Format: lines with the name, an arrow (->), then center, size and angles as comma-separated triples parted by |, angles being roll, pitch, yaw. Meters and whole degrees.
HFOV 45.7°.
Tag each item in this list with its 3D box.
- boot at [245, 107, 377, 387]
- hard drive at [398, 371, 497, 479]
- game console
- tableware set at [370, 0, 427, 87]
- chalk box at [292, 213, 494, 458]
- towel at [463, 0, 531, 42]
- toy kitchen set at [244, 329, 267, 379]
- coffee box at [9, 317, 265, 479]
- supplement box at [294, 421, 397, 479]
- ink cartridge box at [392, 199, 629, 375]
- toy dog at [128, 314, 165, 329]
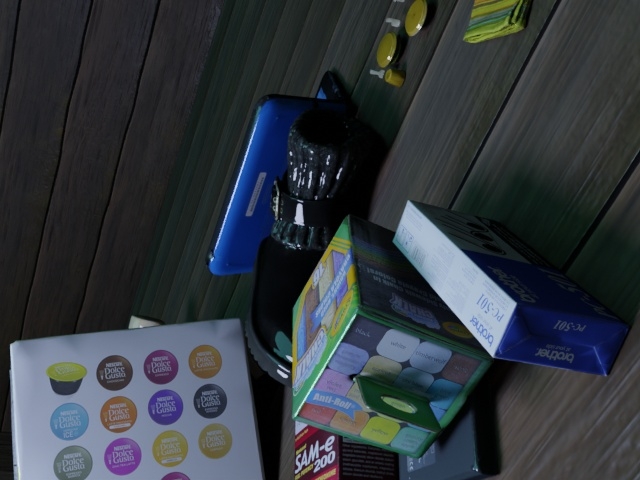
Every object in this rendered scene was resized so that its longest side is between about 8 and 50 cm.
boot -> -0.004, -0.001, 0.971 | 0.348, 0.131, 0.260 | -108, 35, -55
hard drive -> 0.113, 0.181, 0.705 | 0.135, 0.022, 0.094 | 132, 145, -55
game console -> -0.076, -0.115, 1.192 | 0.173, 0.250, 0.293 | 42, 122, 37
tableware set -> 0.113, -0.274, 0.974 | 0.104, 0.024, 0.154 | 46, 121, 63
chalk box -> 0.058, 0.098, 0.684 | 0.132, 0.132, 0.213 | -61, 15, 27
towel -> 0.197, -0.322, 0.771 | 0.102, 0.021, 0.237 | -164, 87, -69
toy kitchen set -> -0.086, 0.171, 1.255 | 0.083, 0.075, 0.068 | -38, -10, 12
coffee box -> -0.306, 0.324, 1.207 | 0.338, 0.338, 0.334 | 143, 120, -63
supplement box -> 0.025, 0.282, 0.816 | 0.130, 0.073, 0.239 | 128, 149, -51
ink cartridge box -> 0.140, 0.030, 0.610 | 0.207, 0.097, 0.046 | -122, 47, -63
toy dog -> -0.330, 0.279, 1.739 | 0.334, 0.161, 0.220 | 42, 116, 51
